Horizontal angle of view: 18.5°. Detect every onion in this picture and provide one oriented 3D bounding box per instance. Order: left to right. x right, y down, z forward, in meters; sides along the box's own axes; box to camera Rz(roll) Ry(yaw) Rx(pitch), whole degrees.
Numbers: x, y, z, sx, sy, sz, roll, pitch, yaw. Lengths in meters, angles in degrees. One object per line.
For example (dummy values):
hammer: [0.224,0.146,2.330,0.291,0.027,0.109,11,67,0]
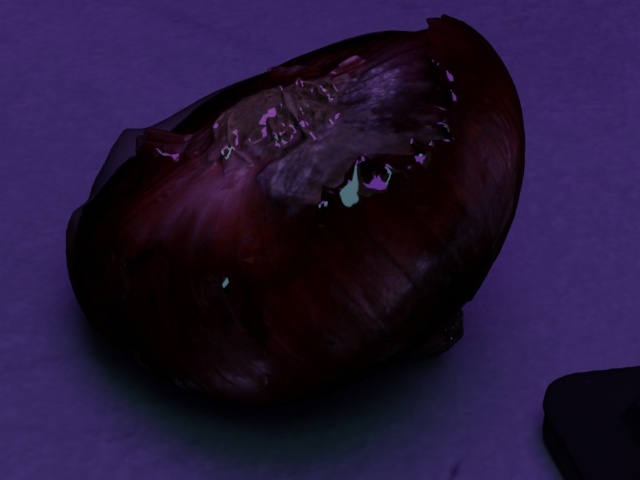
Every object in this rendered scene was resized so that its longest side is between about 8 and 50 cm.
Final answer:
onion: [0.000,0.000,1.079,0.272,0.195,0.272,-26,23,12]

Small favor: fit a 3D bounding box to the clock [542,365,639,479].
clock: [0.280,0.147,1.012,0.279,0.049,0.273,-5,37,-17]
